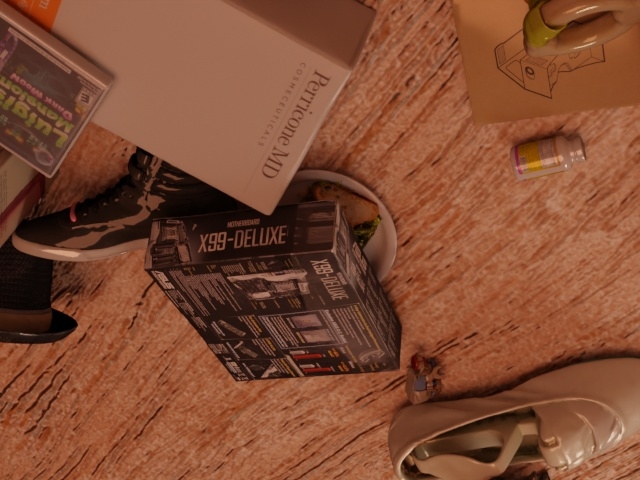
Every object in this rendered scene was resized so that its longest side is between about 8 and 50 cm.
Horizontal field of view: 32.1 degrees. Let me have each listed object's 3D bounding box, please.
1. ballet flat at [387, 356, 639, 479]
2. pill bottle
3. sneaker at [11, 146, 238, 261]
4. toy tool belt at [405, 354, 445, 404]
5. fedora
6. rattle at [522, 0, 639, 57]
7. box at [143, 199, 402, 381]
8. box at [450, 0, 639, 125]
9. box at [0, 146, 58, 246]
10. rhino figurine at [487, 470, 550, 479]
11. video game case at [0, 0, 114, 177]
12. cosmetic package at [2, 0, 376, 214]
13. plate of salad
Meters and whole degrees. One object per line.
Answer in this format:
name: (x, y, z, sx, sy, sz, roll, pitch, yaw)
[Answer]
ballet flat: (0.275, 0.263, 1.497, 0.400, 0.139, 0.139, -15, 117, 23)
pill bottle: (0.270, -0.099, 1.314, 0.083, 0.043, 0.043, -12, 118, 21)
sneaker: (-0.252, -0.062, 1.420, 0.296, 0.104, 0.146, -6, 118, -4)
toy tool belt: (0.148, 0.187, 1.536, 0.051, 0.052, 0.083, -9, 129, -17)
fedora: (-0.481, 0.028, 1.497, 0.334, 0.334, 0.152, 14, 94, 5)
rattle: (0.301, -0.276, 1.175, 0.200, 0.142, 0.130, -17, 149, 7)
box: (-0.050, 0.075, 1.421, 0.242, 0.076, 0.307, -7, 144, 18)
box: (0.260, -0.217, 1.254, 0.201, 0.021, 0.164, -6, 121, 17)
box: (-0.438, -0.090, 1.389, 0.149, 0.232, 0.126, 15, 125, 5)
rhino figurine: (0.256, 0.361, 1.536, 0.106, 0.073, 0.243, -17, 161, 18)
video game case: (-0.348, -0.176, 1.245, 0.190, 0.022, 0.173, 35, 132, -11)
cosmetic package: (-0.194, -0.249, 1.267, 0.453, 0.161, 0.230, 27, 126, -5)
plate of salad: (0.000, 0.000, 1.447, 0.200, 0.048, 0.199, 6, 124, 10)
